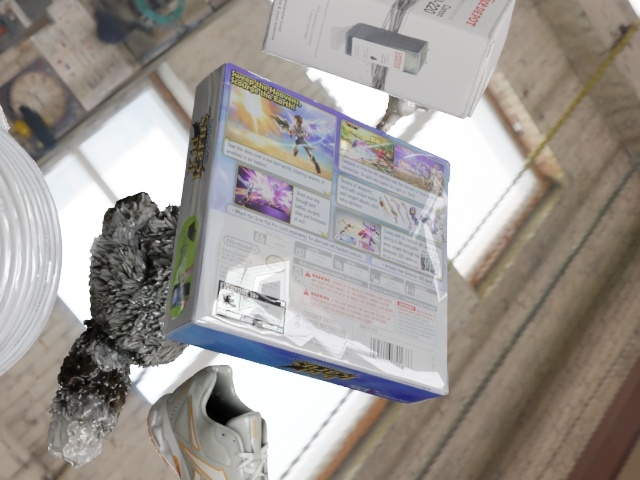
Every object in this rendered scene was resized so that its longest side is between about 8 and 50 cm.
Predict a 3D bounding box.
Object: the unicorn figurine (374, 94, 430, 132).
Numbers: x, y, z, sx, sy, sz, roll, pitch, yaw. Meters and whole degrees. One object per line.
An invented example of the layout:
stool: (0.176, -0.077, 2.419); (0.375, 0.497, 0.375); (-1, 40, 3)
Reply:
unicorn figurine: (0.108, -0.199, 1.363); (0.111, 0.060, 0.162); (-21, -123, 54)

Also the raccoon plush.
raccoon plush: (-0.158, 0.119, 1.441); (0.299, 0.216, 0.446); (4, -109, 19)

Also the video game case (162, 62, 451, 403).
video game case: (0.000, 0.000, 0.942); (0.061, 0.269, 0.244); (-26, -128, 49)

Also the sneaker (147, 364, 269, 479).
sneaker: (-0.093, 0.252, 1.123); (0.099, 0.262, 0.121); (1, 139, -52)

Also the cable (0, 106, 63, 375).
cable: (-0.346, 0.008, 0.876); (0.257, 0.257, 0.089); (-35, 177, 4)

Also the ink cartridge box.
ink cartridge box: (0.074, -0.218, 1.044); (0.158, 0.218, 0.092); (-58, 167, -56)
